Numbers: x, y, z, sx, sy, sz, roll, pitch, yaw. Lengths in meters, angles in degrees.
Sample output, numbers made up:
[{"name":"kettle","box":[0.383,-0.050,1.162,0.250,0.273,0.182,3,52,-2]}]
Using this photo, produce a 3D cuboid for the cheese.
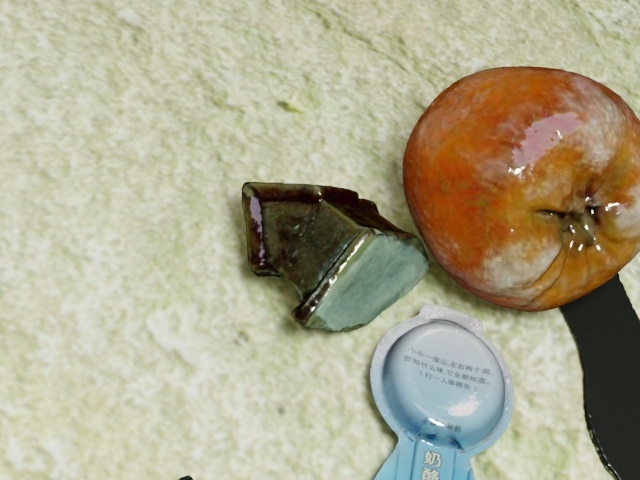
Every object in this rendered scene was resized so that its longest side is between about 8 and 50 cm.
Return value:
[{"name":"cheese","box":[0.104,0.156,1.256,0.135,0.052,0.244,15,50,-4]}]

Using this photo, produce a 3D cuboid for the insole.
[{"name":"insole","box":[0.286,0.119,1.379,0.119,0.009,0.348,-2,54,-23]}]

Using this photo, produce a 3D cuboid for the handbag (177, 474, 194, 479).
[{"name":"handbag","box":[-0.057,0.294,1.045,0.254,0.088,0.211,29,38,13]}]

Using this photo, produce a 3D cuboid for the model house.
[{"name":"model house","box":[0.004,0.001,1.328,0.152,0.106,0.165,40,14,28]}]

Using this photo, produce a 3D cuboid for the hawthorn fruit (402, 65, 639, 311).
[{"name":"hawthorn fruit","box":[0.179,-0.050,1.343,0.235,0.263,0.231,14,80,-56]}]
